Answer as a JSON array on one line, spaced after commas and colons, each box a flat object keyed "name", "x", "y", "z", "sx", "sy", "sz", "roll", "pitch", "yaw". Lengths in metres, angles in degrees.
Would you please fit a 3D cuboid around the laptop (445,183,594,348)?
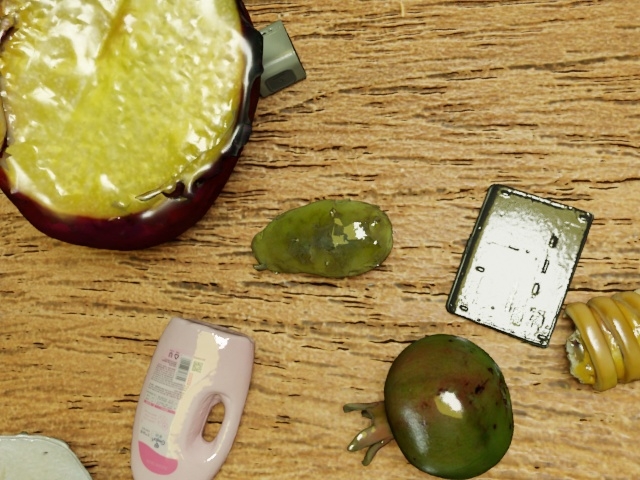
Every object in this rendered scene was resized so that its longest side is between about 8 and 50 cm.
[{"name": "laptop", "x": 0.283, "y": 0.031, "z": 0.812, "sx": 0.153, "sy": 0.026, "sz": 0.207, "roll": 21, "pitch": 85, "yaw": 14}]

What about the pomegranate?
[{"name": "pomegranate", "x": 0.137, "y": 0.226, "z": 0.740, "sx": 0.224, "sy": 0.181, "sz": 0.182, "roll": -25, "pitch": 75, "yaw": 22}]

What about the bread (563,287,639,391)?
[{"name": "bread", "x": 0.403, "y": 0.125, "z": 0.743, "sx": 0.177, "sy": 0.084, "sz": 0.119, "roll": -17, "pitch": 77, "yaw": 4}]

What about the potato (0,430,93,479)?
[{"name": "potato", "x": -0.462, "y": 0.431, "z": 0.817, "sx": 0.299, "sy": 0.196, "sz": 0.247, "roll": 16, "pitch": 41, "yaw": -4}]

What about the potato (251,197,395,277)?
[{"name": "potato", "x": 0.000, "y": 0.000, "z": 0.844, "sx": 0.225, "sy": 0.090, "sz": 0.118, "roll": -7, "pitch": 85, "yaw": 17}]

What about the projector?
[{"name": "projector", "x": -0.078, "y": -0.294, "z": 0.917, "sx": 0.082, "sy": 0.083, "sz": 0.083, "roll": -24, "pitch": 76, "yaw": 7}]

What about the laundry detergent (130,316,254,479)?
[{"name": "laundry detergent", "x": -0.204, "y": 0.290, "z": 0.836, "sx": 0.158, "sy": 0.088, "sz": 0.336, "roll": 13, "pitch": 84, "yaw": 12}]

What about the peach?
[{"name": "peach", "x": -0.259, "y": -0.198, "z": 0.784, "sx": 0.339, "sy": 0.353, "sz": 0.416, "roll": 30, "pitch": 127, "yaw": -15}]
